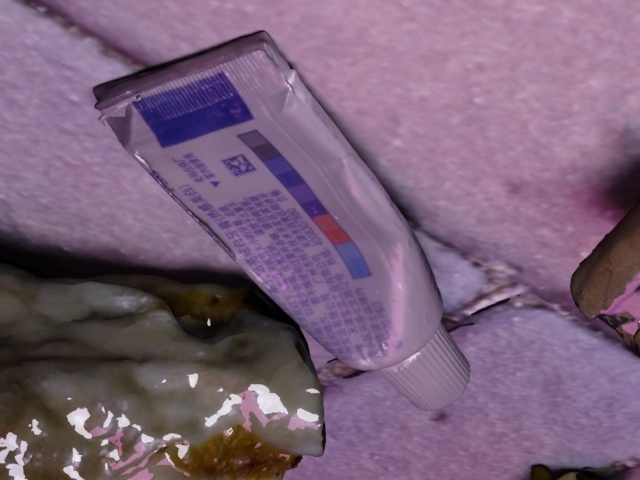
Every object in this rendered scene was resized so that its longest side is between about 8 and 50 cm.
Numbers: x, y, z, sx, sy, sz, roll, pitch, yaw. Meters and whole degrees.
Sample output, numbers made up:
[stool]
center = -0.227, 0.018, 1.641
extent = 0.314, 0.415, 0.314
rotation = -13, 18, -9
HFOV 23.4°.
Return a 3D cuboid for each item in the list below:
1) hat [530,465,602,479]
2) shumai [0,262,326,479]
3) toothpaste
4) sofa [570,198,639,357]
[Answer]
[hat]
center = 0.175, 0.196, 1.104
extent = 0.077, 0.059, 0.076
rotation = 22, 112, -39
[shumai]
center = -0.138, 0.069, 0.881
extent = 0.272, 0.222, 0.203
rotation = 31, 112, -36
[toothpaste]
center = -0.002, 0.001, 0.838
extent = 0.099, 0.068, 0.282
rotation = -35, 126, 7
[sofa]
center = 0.278, 0.018, 0.748
extent = 0.258, 0.182, 0.200
rotation = 22, 127, -23
